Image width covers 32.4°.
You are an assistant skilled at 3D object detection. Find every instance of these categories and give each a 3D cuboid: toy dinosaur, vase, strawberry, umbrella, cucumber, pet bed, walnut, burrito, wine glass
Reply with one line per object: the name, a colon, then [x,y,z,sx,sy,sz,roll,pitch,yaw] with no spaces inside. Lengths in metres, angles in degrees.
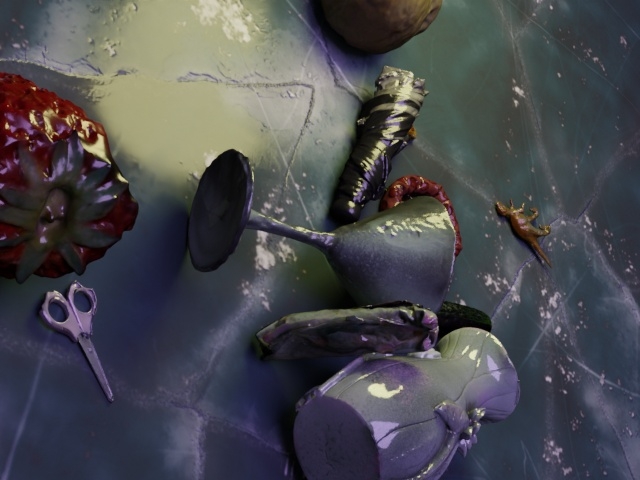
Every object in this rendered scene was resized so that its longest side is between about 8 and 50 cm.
toy dinosaur: [0.443,-0.014,2.389,0.126,0.039,0.162,-5,81,-32]
vase: [0.159,0.288,1.882,0.445,0.250,0.250,-17,84,-48]
strawberry: [-0.435,-0.089,1.516,0.291,0.310,0.292,-14,112,-39]
umbrella: [0.103,-0.177,2.118,0.113,0.106,0.358,24,64,1]
cucumber: [0.241,0.151,2.113,0.241,0.074,0.074,8,68,-41]
pet bed: [0.198,-0.037,2.167,0.201,0.053,0.201,20,56,-31]
walnut: [0.125,-0.498,2.176,0.248,0.248,0.248,17,62,-36]
burrito: [0.040,0.148,1.794,0.066,0.309,0.096,-81,161,-51]
wine glass: [0.000,0.000,1.846,0.406,0.267,0.267,17,62,-32]

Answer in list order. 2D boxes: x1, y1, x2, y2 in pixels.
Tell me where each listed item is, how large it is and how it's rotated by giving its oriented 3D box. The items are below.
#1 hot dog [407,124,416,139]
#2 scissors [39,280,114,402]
hot dog: [0.166,-0.226,2.229,0.090,0.034,0.030,5,69,-39]
scissors: [-0.347,0.154,1.631,0.100,0.015,0.189,-26,91,-47]
